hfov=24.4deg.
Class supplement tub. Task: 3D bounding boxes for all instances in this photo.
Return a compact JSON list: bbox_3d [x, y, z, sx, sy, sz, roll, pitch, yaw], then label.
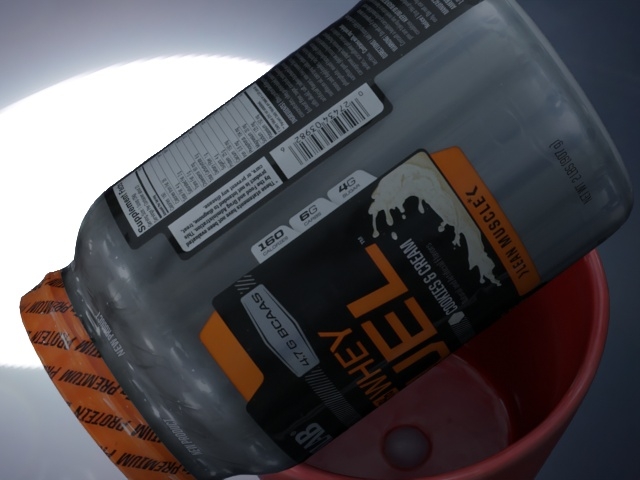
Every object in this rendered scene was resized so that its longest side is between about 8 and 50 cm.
[{"bbox_3d":[0.000,0.000,0.841,0.316,0.193,0.193,-36,-140,1],"label":"supplement tub"}]

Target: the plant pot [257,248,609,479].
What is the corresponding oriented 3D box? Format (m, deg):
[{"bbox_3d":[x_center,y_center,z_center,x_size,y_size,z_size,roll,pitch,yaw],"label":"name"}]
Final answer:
[{"bbox_3d":[0.055,0.101,1.045,0.275,0.243,0.275,-2,-123,3],"label":"plant pot"}]
